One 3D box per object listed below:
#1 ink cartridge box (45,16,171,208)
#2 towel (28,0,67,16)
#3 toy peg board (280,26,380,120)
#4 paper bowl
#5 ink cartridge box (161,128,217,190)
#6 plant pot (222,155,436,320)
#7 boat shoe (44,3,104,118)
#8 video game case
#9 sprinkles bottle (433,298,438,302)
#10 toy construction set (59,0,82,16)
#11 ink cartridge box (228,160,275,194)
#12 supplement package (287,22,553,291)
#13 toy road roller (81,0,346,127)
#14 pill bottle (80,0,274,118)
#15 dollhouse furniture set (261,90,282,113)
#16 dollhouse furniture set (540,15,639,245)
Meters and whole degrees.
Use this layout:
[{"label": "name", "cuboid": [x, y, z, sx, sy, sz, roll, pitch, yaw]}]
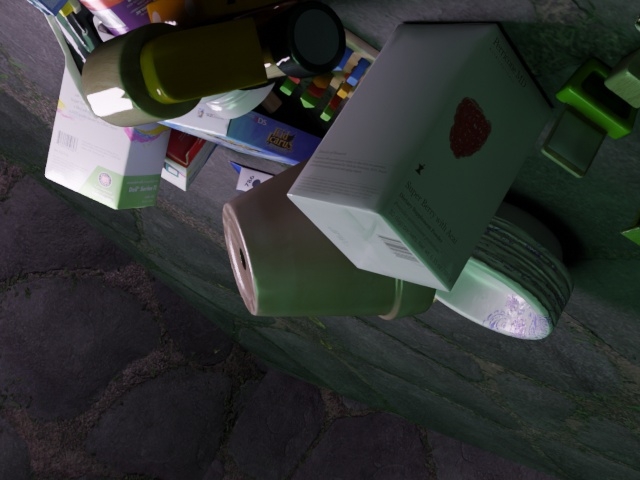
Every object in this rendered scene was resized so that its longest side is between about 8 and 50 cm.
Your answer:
[{"label": "ink cartridge box", "cuboid": [-0.389, -0.260, 1.876, 0.207, 0.353, 0.119, 23, -163, 27]}, {"label": "towel", "cuboid": [-0.431, -0.482, 1.386, 0.285, 0.209, 0.034, 39, -173, -28]}, {"label": "toy peg board", "cuboid": [0.024, -0.240, 1.468, 0.161, 0.079, 0.160, 33, 164, -7]}, {"label": "paper bowl", "cuboid": [0.292, 0.034, 1.659, 0.284, 0.148, 0.284, 29, 164, 9]}, {"label": "ink cartridge box", "cuboid": [-0.268, -0.203, 1.995, 0.078, 0.134, 0.231, 32, 163, 0]}, {"label": "plant pot", "cuboid": [0.000, 0.000, 1.599, 0.323, 0.280, 0.323, 165, 90, -76]}, {"label": "boat shoe", "cuboid": [-0.416, -0.389, 1.708, 0.127, 0.113, 0.340, -124, 12, -79]}, {"label": "video game case", "cuboid": [-0.150, -0.198, 1.762, 0.244, 0.061, 0.269, 16, 180, 41]}, {"label": "sprinkles bottle", "cuboid": [0.103, -0.016, 1.898, 0.355, 0.121, 0.121, 37, 163, -16]}, {"label": "toy construction set", "cuboid": [-0.475, -0.498, 1.517, 0.327, 0.151, 0.215, 34, 176, -17]}, {"label": "ink cartridge box", "cuboid": [-0.063, -0.071, 2.142, 0.332, 0.065, 0.165, 20, 160, 38]}, {"label": "supplement package", "cuboid": [0.133, -0.114, 1.259, 0.175, 0.293, 0.177, 13, 156, 48]}, {"label": "toy road roller", "cuboid": [-0.150, -0.296, 1.247, 0.202, 0.329, 0.240, 1, 110, 56]}, {"label": "pill bottle", "cuboid": [-0.203, -0.328, 1.437, 0.181, 0.181, 0.323, 14, 157, 45]}, {"label": "dollhouse furniture set", "cuboid": [-0.134, -0.258, 1.713, 0.114, 0.091, 0.081, 44, 174, -39]}, {"label": "dollhouse furniture set", "cuboid": [0.383, -0.126, 1.027, 0.197, 0.151, 0.301, 34, 163, -8]}]
